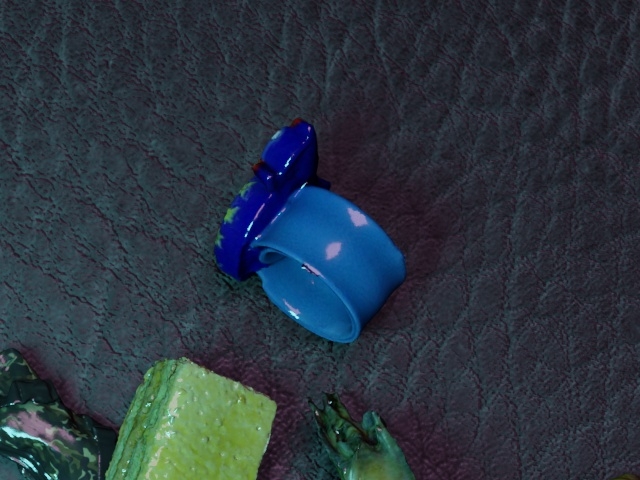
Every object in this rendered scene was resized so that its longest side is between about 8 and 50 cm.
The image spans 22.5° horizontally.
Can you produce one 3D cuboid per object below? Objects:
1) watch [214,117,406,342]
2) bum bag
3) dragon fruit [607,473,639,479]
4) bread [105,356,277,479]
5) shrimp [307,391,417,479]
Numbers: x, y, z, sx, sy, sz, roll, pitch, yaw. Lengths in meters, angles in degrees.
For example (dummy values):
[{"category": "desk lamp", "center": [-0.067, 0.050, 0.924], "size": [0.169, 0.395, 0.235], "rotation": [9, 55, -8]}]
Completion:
[{"category": "watch", "center": [-0.004, 0.007, 1.803], "size": [0.200, 0.196, 0.171], "rotation": [37, 77, 14]}, {"category": "bum bag", "center": [-0.290, 0.216, 1.739], "size": [0.248, 0.069, 0.102], "rotation": [43, 49, -8]}, {"category": "dragon fruit", "center": [0.339, 0.365, 1.676], "size": [0.291, 0.269, 0.250], "rotation": [-23, 97, -39]}, {"category": "bread", "center": [-0.145, 0.235, 1.722], "size": [0.138, 0.102, 0.196], "rotation": [25, 68, -22]}, {"category": "shrimp", "center": [0.035, 0.361, 1.684], "size": [0.272, 0.085, 0.445], "rotation": [-32, 55, 26]}]
